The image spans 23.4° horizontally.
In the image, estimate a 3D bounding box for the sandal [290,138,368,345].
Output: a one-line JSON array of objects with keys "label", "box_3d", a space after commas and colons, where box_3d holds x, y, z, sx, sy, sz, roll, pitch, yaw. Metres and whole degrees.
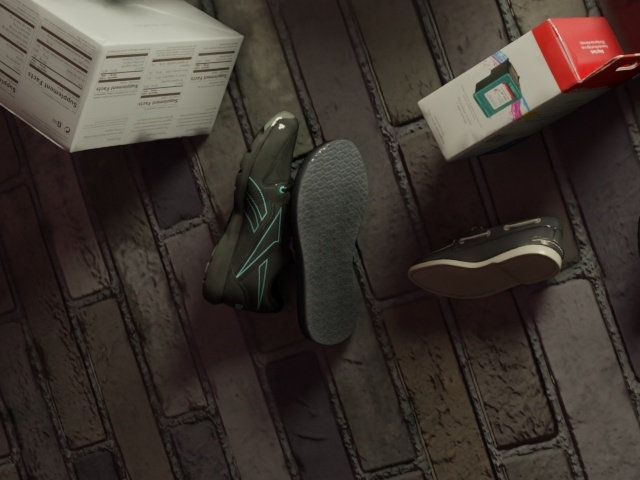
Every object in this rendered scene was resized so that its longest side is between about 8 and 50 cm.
[{"label": "sandal", "box_3d": [-0.001, 0.001, 1.879, 0.054, 0.097, 0.254, 26, 115, 58]}]

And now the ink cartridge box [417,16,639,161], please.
[{"label": "ink cartridge box", "box_3d": [0.236, -0.172, 1.647, 0.231, 0.134, 0.078, -31, 80, 34]}]

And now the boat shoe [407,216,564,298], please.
[{"label": "boat shoe", "box_3d": [0.192, 0.017, 1.773, 0.206, 0.075, 0.065, -12, 49, 41]}]

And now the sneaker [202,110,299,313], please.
[{"label": "sneaker", "box_3d": [-0.062, -0.032, 1.926, 0.106, 0.101, 0.267, 21, 111, 7]}]

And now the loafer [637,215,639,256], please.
[{"label": "loafer", "box_3d": [0.391, -0.067, 1.591, 0.078, 0.076, 0.223, 31, 111, 36]}]

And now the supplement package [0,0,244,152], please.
[{"label": "supplement package", "box_3d": [-0.267, -0.227, 1.914, 0.204, 0.262, 0.145, 33, 115, 27]}]
